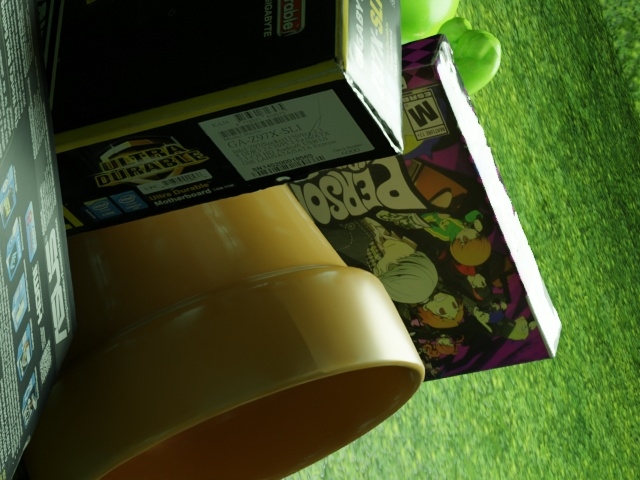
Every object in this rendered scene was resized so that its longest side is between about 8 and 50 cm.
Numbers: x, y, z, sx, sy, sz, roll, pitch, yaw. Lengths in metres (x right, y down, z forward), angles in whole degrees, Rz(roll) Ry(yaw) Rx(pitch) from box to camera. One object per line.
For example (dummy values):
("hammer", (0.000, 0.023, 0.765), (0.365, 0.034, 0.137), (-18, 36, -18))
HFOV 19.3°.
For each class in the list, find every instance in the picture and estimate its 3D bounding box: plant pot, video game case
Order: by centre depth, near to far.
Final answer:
("plant pot", (-0.076, 0.027, 0.978), (0.188, 0.205, 0.205), (66, 17, 18))
("video game case", (0.000, 0.000, 1.115), (0.042, 0.232, 0.210), (-70, 142, -53))

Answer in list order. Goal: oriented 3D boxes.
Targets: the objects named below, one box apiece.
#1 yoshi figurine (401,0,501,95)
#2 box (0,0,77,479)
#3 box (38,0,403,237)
("yoshi figurine", (0.014, -0.123, 1.300), (0.203, 0.203, 0.362), (60, 22, -22))
("box", (-0.177, -0.009, 0.616), (0.318, 0.097, 0.395), (-77, 171, -46))
("box", (-0.092, -0.158, 0.938), (0.079, 0.257, 0.322), (50, 33, -48))
